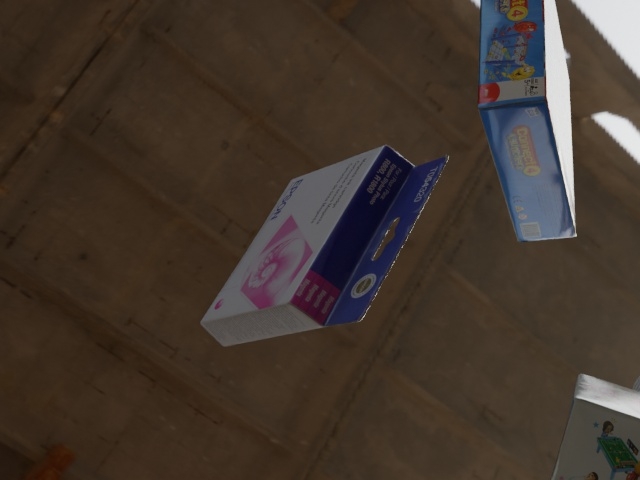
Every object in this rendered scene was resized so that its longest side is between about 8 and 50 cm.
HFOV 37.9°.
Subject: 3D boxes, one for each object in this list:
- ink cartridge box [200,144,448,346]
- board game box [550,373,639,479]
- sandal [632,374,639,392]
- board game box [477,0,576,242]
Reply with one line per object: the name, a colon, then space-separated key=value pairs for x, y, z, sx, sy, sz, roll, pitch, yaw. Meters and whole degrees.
ink cartridge box: x=0.000 y=0.000 z=1.397 sx=0.071 sy=0.330 sz=0.324 roll=45 pitch=-125 yaw=-21
board game box: x=0.279 y=0.311 z=0.997 sx=0.224 sy=0.097 sz=0.303 roll=7 pitch=-81 yaw=-73
sandal: x=0.608 y=0.244 z=1.531 sx=0.102 sy=0.416 sz=0.169 roll=33 pitch=-79 yaw=10
board game box: x=0.296 y=-0.207 z=1.319 sx=0.308 sy=0.086 sz=0.302 roll=58 pitch=-148 yaw=-51
